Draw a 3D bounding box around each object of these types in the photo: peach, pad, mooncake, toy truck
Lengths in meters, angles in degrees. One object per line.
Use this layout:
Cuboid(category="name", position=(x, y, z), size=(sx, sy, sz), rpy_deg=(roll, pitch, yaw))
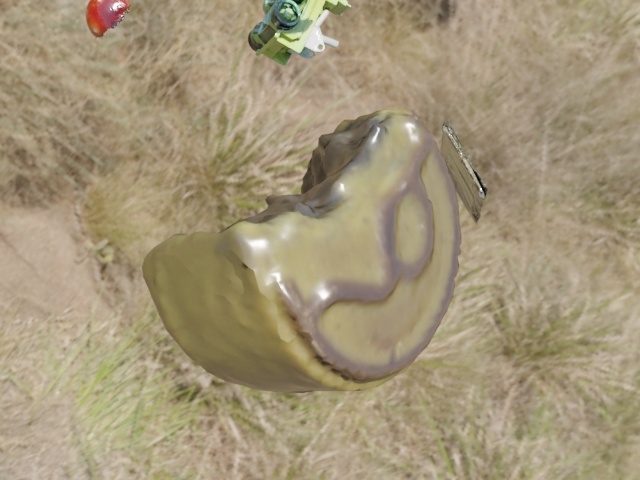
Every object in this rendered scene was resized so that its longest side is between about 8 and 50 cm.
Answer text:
Cuboid(category="peach", position=(-0.398, -0.424, 1.878), size=(0.061, 0.098, 0.098), rpy_deg=(41, 50, -27))
Cuboid(category="pad", position=(0.290, -0.132, 2.079), size=(0.022, 0.233, 0.174), rpy_deg=(-27, 74, -2))
Cuboid(category="mooncake", position=(0.000, 0.000, 1.317), size=(0.393, 0.246, 0.394), rpy_deg=(26, 66, -40))
Cuboid(category="toy truck", position=(-0.010, -0.413, 1.703), size=(0.135, 0.128, 0.259), rpy_deg=(24, 73, -17))
